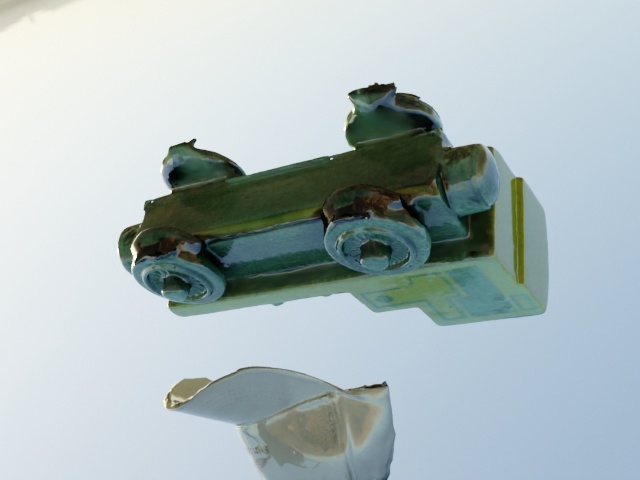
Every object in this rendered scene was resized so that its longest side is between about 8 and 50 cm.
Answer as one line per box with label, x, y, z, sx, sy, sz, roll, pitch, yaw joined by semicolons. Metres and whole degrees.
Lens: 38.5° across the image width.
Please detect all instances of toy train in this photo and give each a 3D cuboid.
toy train;0.000;0.000;0.828;0.368;0.237;0.150;-10;-122;28

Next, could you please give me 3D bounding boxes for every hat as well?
hat;-0.065;0.267;1.238;0.257;0.301;0.168;-25;-127;53
